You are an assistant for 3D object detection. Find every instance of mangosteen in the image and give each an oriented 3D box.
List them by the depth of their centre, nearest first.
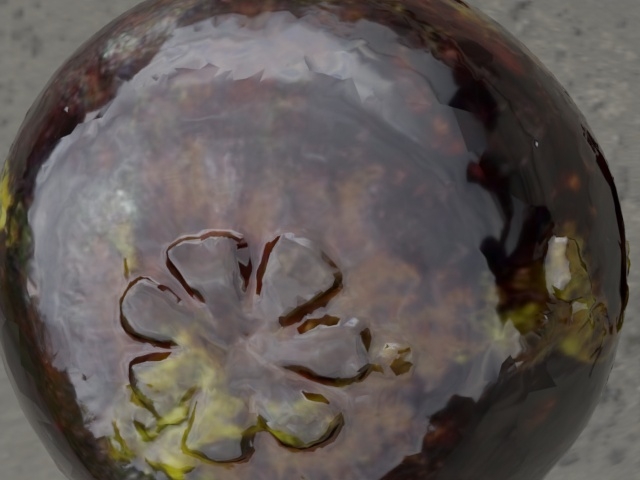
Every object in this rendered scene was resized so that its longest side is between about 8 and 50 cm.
[{"bbox_3d":[0.000,0.000,0.544,0.192,0.217,0.192,3,109,9],"label":"mangosteen"}]
